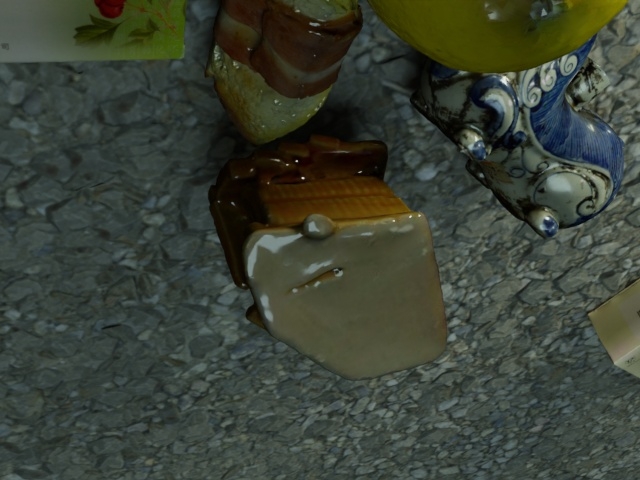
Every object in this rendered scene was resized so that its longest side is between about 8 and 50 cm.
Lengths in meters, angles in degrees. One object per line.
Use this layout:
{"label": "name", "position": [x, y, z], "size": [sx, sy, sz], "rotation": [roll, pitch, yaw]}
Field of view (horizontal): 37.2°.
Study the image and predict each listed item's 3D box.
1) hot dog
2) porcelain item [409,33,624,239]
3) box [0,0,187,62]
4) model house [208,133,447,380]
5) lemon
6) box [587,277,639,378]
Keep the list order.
{"label": "hot dog", "position": [-0.025, -0.188, 0.786], "size": [0.093, 0.123, 0.261], "rotation": [-39, 170, -30]}
{"label": "porcelain item", "position": [0.216, -0.132, 0.944], "size": [0.186, 0.138, 0.288], "rotation": [-45, 131, 5]}
{"label": "box", "position": [-0.229, -0.220, 0.714], "size": [0.260, 0.062, 0.175], "rotation": [-3, 139, -16]}
{"label": "model house", "position": [0.000, 0.001, 0.927], "size": [0.199, 0.229, 0.220], "rotation": [-10, 122, -14]}
{"label": "lemon", "position": [0.137, -0.235, 0.710], "size": [0.240, 0.219, 0.240], "rotation": [-8, 136, -8]}
{"label": "box", "position": [0.517, 0.104, 1.342], "size": [0.168, 0.095, 0.212], "rotation": [28, 123, -38]}
